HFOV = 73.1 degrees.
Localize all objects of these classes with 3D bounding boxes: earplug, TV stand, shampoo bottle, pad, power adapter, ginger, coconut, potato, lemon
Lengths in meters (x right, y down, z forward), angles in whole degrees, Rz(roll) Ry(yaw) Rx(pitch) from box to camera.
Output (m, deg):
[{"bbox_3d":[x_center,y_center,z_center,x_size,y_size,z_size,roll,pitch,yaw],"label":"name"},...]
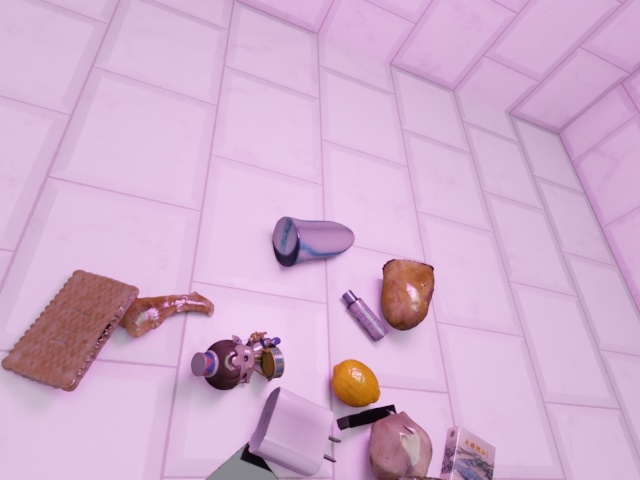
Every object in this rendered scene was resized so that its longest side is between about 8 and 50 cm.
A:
[{"bbox_3d":[0.000,0.000,1.652,0.323,0.185,0.185,-2,61,-36],"label":"earplug"},{"bbox_3d":[0.154,0.564,1.383,0.256,0.049,0.040,13,52,-46],"label":"TV stand"},{"bbox_3d":[0.162,0.278,1.615,0.072,0.072,0.214,-32,79,-39],"label":"shampoo bottle"},{"bbox_3d":[-0.245,0.693,1.161,0.265,0.009,0.159,-31,75,-39],"label":"pad"},{"bbox_3d":[-0.056,0.571,1.267,0.255,0.124,0.187,29,51,-9],"label":"power adapter"},{"bbox_3d":[-0.461,0.216,1.310,0.294,0.086,0.131,-3,40,-35],"label":"ginger"},{"bbox_3d":[0.247,0.640,1.335,0.224,0.224,0.224,14,54,-20],"label":"coconut"},{"bbox_3d":[0.329,0.221,1.652,0.229,0.229,0.266,19,55,-17],"label":"potato"},{"bbox_3d":[0.117,0.473,1.417,0.187,0.142,0.142,36,50,-6],"label":"lemon"}]

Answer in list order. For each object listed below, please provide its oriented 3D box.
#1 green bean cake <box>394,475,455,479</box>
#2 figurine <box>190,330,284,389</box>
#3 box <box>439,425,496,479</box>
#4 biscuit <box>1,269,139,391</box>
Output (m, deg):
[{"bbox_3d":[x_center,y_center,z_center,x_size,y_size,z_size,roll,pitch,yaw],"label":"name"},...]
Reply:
[{"bbox_3d":[0.243,0.782,1.173,0.335,0.319,0.218,21,49,-20],"label":"green bean cake"},{"bbox_3d":[-0.245,0.363,1.278,0.275,0.158,0.161,-4,102,-32],"label":"figurine"},{"bbox_3d":[0.496,0.791,1.462,0.164,0.069,0.256,33,50,-6],"label":"box"},{"bbox_3d":[-0.665,0.232,1.175,0.217,0.044,0.325,14,52,7],"label":"biscuit"}]
